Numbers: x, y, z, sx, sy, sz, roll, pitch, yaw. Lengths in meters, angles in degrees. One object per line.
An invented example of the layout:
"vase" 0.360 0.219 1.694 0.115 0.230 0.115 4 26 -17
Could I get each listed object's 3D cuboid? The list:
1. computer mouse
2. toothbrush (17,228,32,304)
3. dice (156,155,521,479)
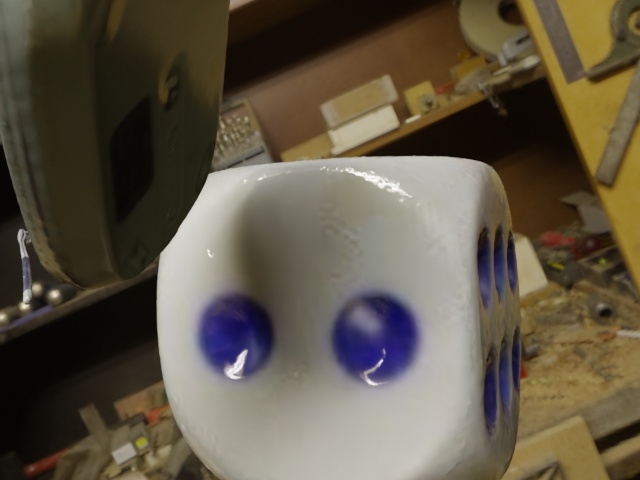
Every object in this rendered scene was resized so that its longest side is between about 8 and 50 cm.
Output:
"computer mouse" -0.128 -0.108 0.481 0.197 0.095 0.330 -55 -14 -40
"toothbrush" -0.595 0.050 1.580 0.024 0.026 0.288 -58 32 14
"dice" 0.031 0.079 0.783 0.305 0.304 0.277 -2 0 21
